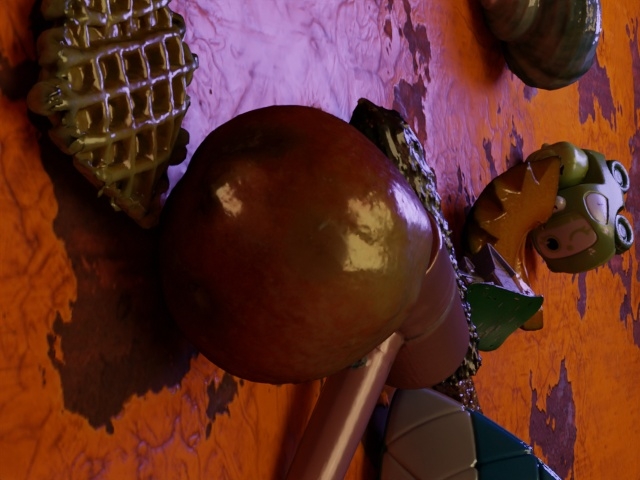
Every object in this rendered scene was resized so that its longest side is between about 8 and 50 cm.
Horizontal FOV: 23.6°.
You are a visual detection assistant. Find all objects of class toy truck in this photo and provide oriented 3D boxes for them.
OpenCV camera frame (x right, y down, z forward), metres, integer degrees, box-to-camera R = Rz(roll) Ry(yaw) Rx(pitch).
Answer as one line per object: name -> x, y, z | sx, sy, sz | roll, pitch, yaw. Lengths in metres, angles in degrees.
toy truck -> 0.365, -0.065, 2.291 | 0.210, 0.148, 0.187 | 41, 45, -32

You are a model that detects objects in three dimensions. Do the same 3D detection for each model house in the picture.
model house -> 0.182, 0.065, 1.902 | 0.167, 0.117, 0.088 | 10, 41, -45

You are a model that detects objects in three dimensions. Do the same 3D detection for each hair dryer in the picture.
hair dryer -> 0.038, 0.152, 1.547 | 0.352, 0.125, 0.210 | -64, 154, -27

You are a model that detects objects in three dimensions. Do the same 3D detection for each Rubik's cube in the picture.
Rubik's cube -> 0.146, 0.269, 1.741 | 0.254, 0.254, 0.254 | -3, 90, -67

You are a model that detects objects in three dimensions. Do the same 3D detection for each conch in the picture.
conch -> 0.316, -0.320, 2.169 | 0.277, 0.195, 0.220 | 11, 55, -43

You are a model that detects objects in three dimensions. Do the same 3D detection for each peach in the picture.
peach -> -0.032, -0.001, 1.253 | 0.256, 0.232, 0.232 | 26, 64, -53

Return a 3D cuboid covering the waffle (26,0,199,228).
waffle -> -0.154, -0.125, 1.185 | 0.214, 0.054, 0.208 | 57, 39, -50

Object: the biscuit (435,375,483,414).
biscuit -> 0.185, 0.228, 1.955 | 0.064, 0.034, 0.199 | -64, 144, -47

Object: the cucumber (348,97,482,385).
cucumber -> 0.103, -0.005, 1.724 | 0.096, 0.096, 0.359 | -56, 136, -54

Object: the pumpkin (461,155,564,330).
pumpkin -> 0.229, -0.012, 2.034 | 0.149, 0.130, 0.254 | -130, -144, -56
